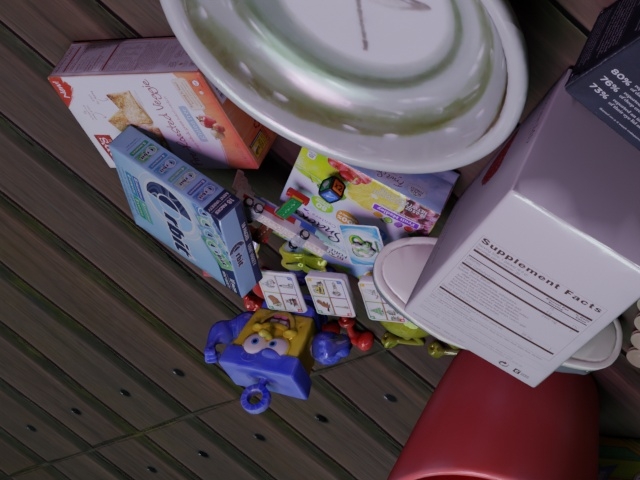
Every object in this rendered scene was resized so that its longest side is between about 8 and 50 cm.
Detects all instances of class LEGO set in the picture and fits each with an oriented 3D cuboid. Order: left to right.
[{"bbox_3d":[0.000,0.000,2.051,0.182,0.060,0.244,5,143,20],"label":"LEGO set"}]

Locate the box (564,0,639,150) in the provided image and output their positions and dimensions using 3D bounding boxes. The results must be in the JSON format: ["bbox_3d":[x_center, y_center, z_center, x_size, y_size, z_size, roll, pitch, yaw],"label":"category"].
[{"bbox_3d":[0.350,-0.168,1.600,0.153,0.108,0.207,37,146,-14],"label":"box"}]

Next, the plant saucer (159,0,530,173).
[{"bbox_3d":[0.032,-0.234,1.756,0.400,0.101,0.400,20,147,14],"label":"plant saucer"}]

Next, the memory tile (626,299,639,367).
[{"bbox_3d":[0.415,0.117,2.043,0.113,0.012,0.148,19,146,15],"label":"memory tile"}]

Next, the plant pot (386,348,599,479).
[{"bbox_3d":[0.226,0.269,2.159,0.274,0.243,0.275,13,140,11],"label":"plant pot"}]

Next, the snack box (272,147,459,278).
[{"bbox_3d":[0.046,-0.043,2.043,0.174,0.070,0.207,28,150,2],"label":"snack box"}]

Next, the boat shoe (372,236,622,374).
[{"bbox_3d":[0.190,0.083,2.031,0.319,0.116,0.099,18,165,-20],"label":"boat shoe"}]

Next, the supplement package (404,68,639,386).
[{"bbox_3d":[0.241,-0.007,1.844,0.175,0.177,0.293,31,147,-4],"label":"supplement package"}]

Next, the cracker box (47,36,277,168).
[{"bbox_3d":[-0.184,-0.158,2.057,0.232,0.067,0.156,2,140,36],"label":"cracker box"}]

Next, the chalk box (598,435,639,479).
[{"bbox_3d":[0.361,0.340,2.285,0.213,0.132,0.132,1,139,35],"label":"chalk box"}]

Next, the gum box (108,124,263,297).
[{"bbox_3d":[-0.157,-0.033,2.063,0.184,0.041,0.157,33,155,27],"label":"gum box"}]

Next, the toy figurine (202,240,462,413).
[{"bbox_3d":[-0.014,0.145,2.215,0.362,0.217,0.191,12,144,25],"label":"toy figurine"}]
